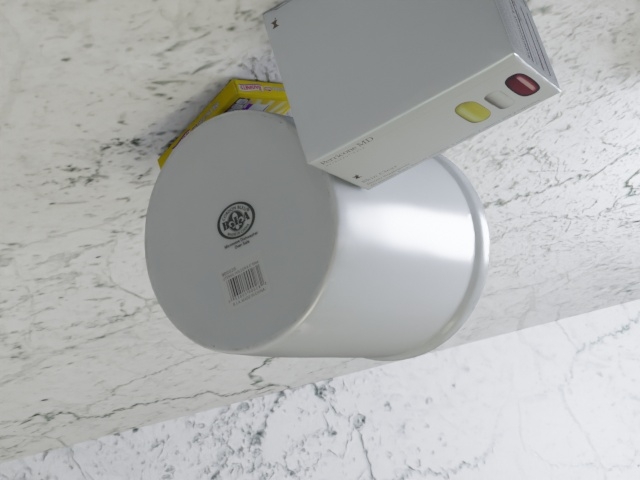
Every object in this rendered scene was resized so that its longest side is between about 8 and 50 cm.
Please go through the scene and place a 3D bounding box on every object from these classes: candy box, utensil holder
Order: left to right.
[{"bbox_3d":[-0.124,-0.148,1.515,0.105,0.027,0.206,-4,156,-40],"label":"candy box"},{"bbox_3d":[0.000,0.000,1.536,0.327,0.328,0.385,-29,160,28],"label":"utensil holder"}]

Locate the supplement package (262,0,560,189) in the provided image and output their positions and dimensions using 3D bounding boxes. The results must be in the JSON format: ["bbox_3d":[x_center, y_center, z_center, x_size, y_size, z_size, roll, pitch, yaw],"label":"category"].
[{"bbox_3d":[0.099,-0.211,1.279,0.261,0.204,0.145,-27,157,25],"label":"supplement package"}]
